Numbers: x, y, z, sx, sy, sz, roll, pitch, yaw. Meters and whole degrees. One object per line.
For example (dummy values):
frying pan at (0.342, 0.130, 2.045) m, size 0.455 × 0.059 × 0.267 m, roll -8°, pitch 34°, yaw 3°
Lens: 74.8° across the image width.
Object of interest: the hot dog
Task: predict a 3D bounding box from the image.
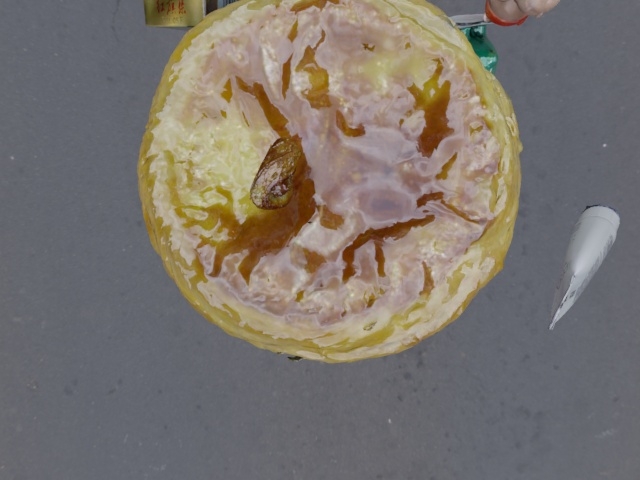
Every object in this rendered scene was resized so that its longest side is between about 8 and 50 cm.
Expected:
hot dog at (-0.040, -0.064, 0.400) m, size 0.035 × 0.083 × 0.058 m, roll 15°, pitch 129°, yaw 0°

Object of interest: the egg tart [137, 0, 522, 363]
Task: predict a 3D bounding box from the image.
egg tart at (0.011, -0.078, 0.509) m, size 0.443 × 0.178 × 0.443 m, roll 0°, pitch 85°, yaw 3°

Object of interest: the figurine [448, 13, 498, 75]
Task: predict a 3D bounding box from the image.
figurine at (0.490, -0.571, 1.428) m, size 0.323 × 0.231 × 0.340 m, roll -29°, pitch 132°, yaw -28°

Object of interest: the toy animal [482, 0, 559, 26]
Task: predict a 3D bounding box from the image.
toy animal at (0.566, -0.696, 1.183) m, size 0.171 × 0.197 × 0.171 m, roll -6°, pitch 108°, yaw -19°

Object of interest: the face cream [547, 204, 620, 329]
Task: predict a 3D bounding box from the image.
face cream at (0.386, 0.026, 0.616) m, size 0.058 × 0.243 × 0.092 m, roll 24°, pitch 134°, yaw 31°

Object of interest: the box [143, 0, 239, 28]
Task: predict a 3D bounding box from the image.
box at (-0.161, -0.397, 0.732) m, size 0.159 × 0.240 × 0.071 m, roll 16°, pitch 116°, yaw 31°
